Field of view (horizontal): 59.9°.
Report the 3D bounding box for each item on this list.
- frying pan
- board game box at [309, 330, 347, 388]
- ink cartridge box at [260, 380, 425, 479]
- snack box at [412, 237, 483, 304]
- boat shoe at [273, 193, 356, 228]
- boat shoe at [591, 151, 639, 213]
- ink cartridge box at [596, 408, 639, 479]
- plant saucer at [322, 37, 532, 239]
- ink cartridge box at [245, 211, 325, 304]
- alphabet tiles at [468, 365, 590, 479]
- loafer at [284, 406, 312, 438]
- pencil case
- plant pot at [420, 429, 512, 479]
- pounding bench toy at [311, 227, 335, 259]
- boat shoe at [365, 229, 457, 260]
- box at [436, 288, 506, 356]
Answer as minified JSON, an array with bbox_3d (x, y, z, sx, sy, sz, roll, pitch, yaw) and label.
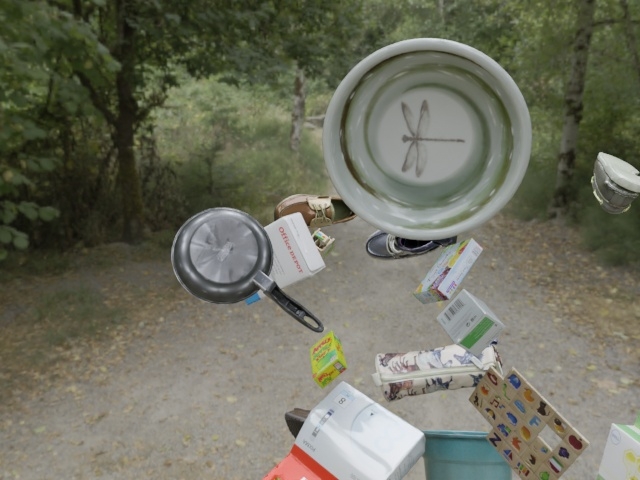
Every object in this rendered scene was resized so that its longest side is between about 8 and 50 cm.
[{"bbox_3d":[-0.152,0.078,1.061,0.197,0.326,0.053,-29,-10,-20],"label":"frying pan"},{"bbox_3d":[0.020,0.340,1.603,0.092,0.043,0.181,-42,15,7],"label":"board game box"},{"bbox_3d":[0.050,0.598,1.515,0.308,0.091,0.385,24,48,40],"label":"ink cartridge box"},{"bbox_3d":[0.263,0.065,1.150,0.141,0.037,0.100,-50,6,-22],"label":"snack box"},{"bbox_3d":[-0.001,-0.101,1.858,0.323,0.123,0.119,-13,12,-37],"label":"boat shoe"},{"bbox_3d":[0.733,-0.148,1.393,0.109,0.091,0.305,27,27,12],"label":"boat shoe"},{"bbox_3d":[0.571,0.355,0.945,0.056,0.235,0.171,8,9,-9],"label":"ink cartridge box"},{"bbox_3d":[0.207,-0.199,1.110,0.400,0.401,0.100,4,27,14],"label":"plant saucer"},{"bbox_3d":[-0.111,0.044,1.315,0.203,0.148,0.086,-26,-1,27],"label":"ink cartridge box"},{"bbox_3d":[0.417,0.388,1.166,0.009,0.198,0.237,-11,44,-34],"label":"alphabet tiles"},{"bbox_3d":[0.032,0.670,1.988,0.365,0.134,0.130,4,28,36],"label":"loafer"},{"bbox_3d":[0.377,0.420,1.792,0.410,0.160,0.183,-11,-20,11],"label":"pencil case"},{"bbox_3d":[0.491,0.814,1.848,0.340,0.334,0.341,2,-17,1],"label":"plant pot"},{"bbox_3d":[0.000,0.000,1.564,0.065,0.083,0.052,37,70,19],"label":"pounding bench toy"},{"bbox_3d":[0.262,-0.001,1.832,0.340,0.127,0.158,-14,-7,37],"label":"boat shoe"},{"bbox_3d":[0.347,0.191,1.285,0.087,0.101,0.102,32,15,-32],"label":"box"}]
